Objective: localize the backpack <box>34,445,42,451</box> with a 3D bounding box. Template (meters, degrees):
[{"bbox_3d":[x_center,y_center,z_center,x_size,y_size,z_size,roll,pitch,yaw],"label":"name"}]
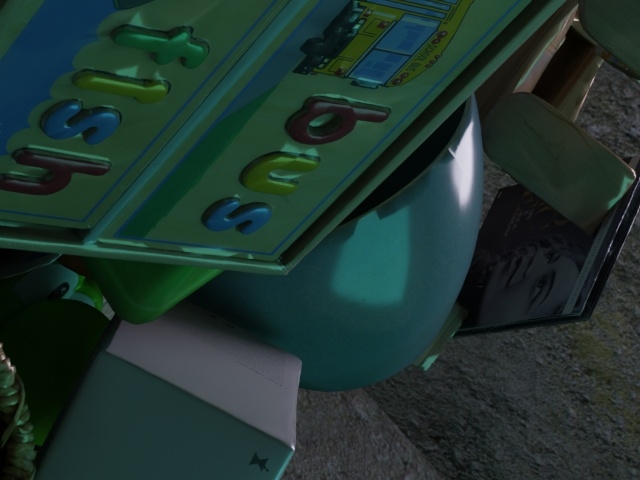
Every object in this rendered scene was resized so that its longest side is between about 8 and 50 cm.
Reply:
[{"bbox_3d":[-0.283,0.181,1.759,0.225,0.191,0.253,-40,170,17],"label":"backpack"}]

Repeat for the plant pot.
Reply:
[{"bbox_3d":[0.000,0.000,1.444,0.290,0.195,0.290,-15,-147,10],"label":"plant pot"}]

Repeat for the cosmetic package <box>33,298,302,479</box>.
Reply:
[{"bbox_3d":[-0.122,0.169,1.236,0.224,0.138,0.225,-62,-174,9],"label":"cosmetic package"}]

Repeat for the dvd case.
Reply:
[{"bbox_3d":[0.195,0.008,1.685,0.221,0.018,0.164,-12,-134,58],"label":"dvd case"}]

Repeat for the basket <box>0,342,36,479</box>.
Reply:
[{"bbox_3d":[-0.293,0.153,1.026,0.299,0.213,0.223,-40,177,-33],"label":"basket"}]

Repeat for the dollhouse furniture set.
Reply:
[{"bbox_3d":[0.094,-0.127,1.716,0.394,0.256,0.362,-54,-157,4],"label":"dollhouse furniture set"}]

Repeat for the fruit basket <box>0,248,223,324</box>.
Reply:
[{"bbox_3d":[-0.103,-0.070,1.248,0.327,0.165,0.353,-35,-166,-23],"label":"fruit basket"}]

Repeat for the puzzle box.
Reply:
[{"bbox_3d":[-0.018,-0.120,0.870,0.272,0.052,0.409,6,143,-37],"label":"puzzle box"}]

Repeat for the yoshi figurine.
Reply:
[{"bbox_3d":[-0.278,0.144,1.371,0.362,0.203,0.203,-44,171,-19],"label":"yoshi figurine"}]
